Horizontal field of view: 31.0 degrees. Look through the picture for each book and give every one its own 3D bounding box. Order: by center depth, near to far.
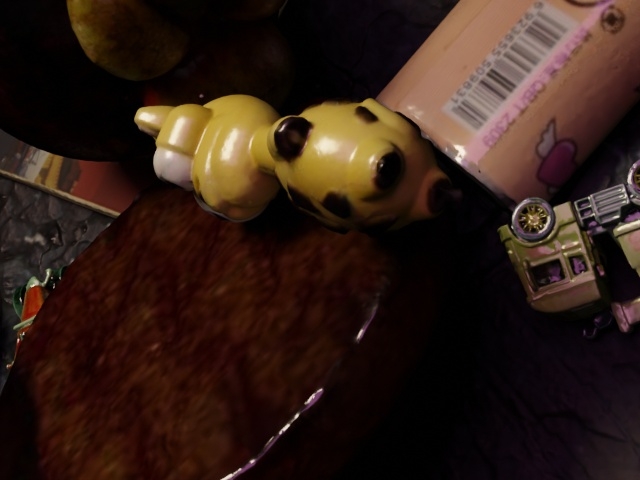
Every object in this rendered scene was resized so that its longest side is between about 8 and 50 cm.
[{"bbox_3d":[-0.227,-0.168,1.154,0.374,0.028,0.262,18,76,37],"label":"book"}]

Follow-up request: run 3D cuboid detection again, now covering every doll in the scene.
[{"bbox_3d":[-0.027,-0.051,0.732,0.291,0.117,0.086,12,74,54],"label":"doll"}]

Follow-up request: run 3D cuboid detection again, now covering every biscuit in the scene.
[{"bbox_3d":[-0.074,0.067,0.838,0.407,0.091,0.407,-30,34,23],"label":"biscuit"}]

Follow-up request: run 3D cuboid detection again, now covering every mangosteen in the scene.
[{"bbox_3d":[-0.158,-0.207,0.910,0.347,0.307,0.307,17,76,50],"label":"mangosteen"}]

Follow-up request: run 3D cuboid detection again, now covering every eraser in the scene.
[{"bbox_3d":[0.187,-0.171,0.863,0.290,0.087,0.171,-49,53,3],"label":"eraser"}]

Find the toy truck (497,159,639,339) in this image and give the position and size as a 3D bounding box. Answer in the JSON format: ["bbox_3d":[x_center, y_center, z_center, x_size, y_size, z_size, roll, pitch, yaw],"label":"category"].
[{"bbox_3d":[0.213,0.005,0.767,0.169,0.077,0.100,-20,71,18],"label":"toy truck"}]

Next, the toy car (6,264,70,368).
[{"bbox_3d":[-0.241,0.089,1.015,0.073,0.054,0.143,-24,56,22],"label":"toy car"}]
